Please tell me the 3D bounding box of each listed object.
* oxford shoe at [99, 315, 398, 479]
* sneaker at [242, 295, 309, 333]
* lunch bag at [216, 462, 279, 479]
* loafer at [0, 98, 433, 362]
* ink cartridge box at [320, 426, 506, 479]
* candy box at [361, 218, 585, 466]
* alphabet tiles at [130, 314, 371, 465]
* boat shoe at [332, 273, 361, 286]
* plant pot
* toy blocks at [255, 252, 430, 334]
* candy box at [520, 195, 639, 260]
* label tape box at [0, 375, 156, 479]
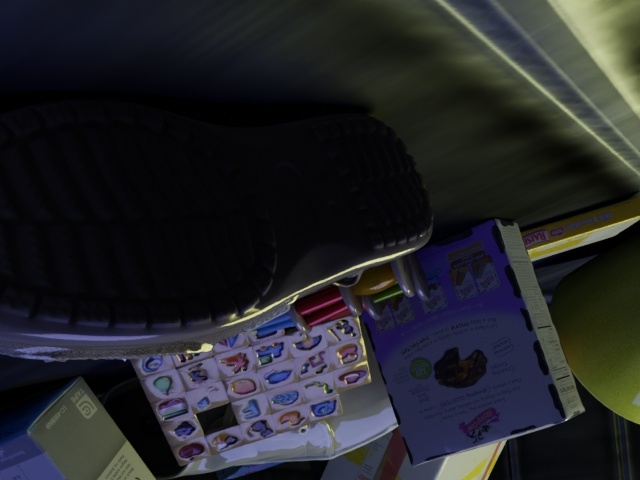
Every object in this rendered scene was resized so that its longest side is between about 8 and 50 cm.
[{"bbox_3d":[-0.066,0.192,1.154,0.450,0.169,0.130,-14,167,3],"label":"oxford shoe"},{"bbox_3d":[-0.048,0.072,0.927,0.083,0.031,0.035,-20,168,11],"label":"sneaker"},{"bbox_3d":[-0.035,0.240,1.433,0.223,0.160,0.262,-11,159,-35],"label":"lunch bag"},{"bbox_3d":[-0.056,0.003,0.412,0.269,0.101,0.092,-6,158,-47],"label":"loafer"},{"bbox_3d":[0.157,0.284,1.391,0.279,0.160,0.384,0,116,-60],"label":"ink cartridge box"},{"bbox_3d":[0.140,0.100,0.934,0.165,0.196,0.070,-24,167,27],"label":"candy box"},{"bbox_3d":[-0.065,0.150,1.039,0.237,0.009,0.198,-17,132,-5],"label":"alphabet tiles"},{"bbox_3d":[-0.002,0.001,0.618,0.056,0.048,0.153,-20,169,7],"label":"boat shoe"},{"bbox_3d":[0.523,0.075,1.346,0.275,0.274,0.293,-10,151,-35],"label":"plant pot"},{"bbox_3d":[0.016,0.053,0.877,0.148,0.054,0.123,-21,168,14],"label":"toy blocks"},{"bbox_3d":[0.247,0.001,1.060,0.206,0.027,0.105,-17,171,-7],"label":"candy box"},{"bbox_3d":[-0.282,0.350,1.073,0.249,0.347,0.115,-25,-167,27],"label":"label tape box"}]
